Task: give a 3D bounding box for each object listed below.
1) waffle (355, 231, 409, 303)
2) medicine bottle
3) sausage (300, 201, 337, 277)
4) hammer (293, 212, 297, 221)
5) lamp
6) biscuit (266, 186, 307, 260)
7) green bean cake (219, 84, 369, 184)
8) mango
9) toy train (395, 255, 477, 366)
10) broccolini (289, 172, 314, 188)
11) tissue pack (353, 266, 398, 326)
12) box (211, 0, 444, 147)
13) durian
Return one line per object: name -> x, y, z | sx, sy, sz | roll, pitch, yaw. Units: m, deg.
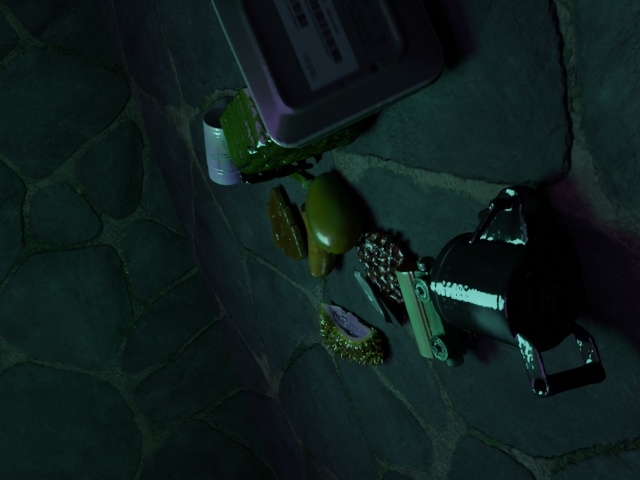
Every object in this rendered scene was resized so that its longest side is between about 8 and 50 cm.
waffle -> 0.184, 0.072, 1.595 | 0.221, 0.055, 0.234 | 64, 159, 2
medicine bottle -> -0.354, -0.349, 2.146 | 0.152, 0.152, 0.254 | 47, 148, 34
sausage -> 0.002, -0.001, 1.823 | 0.109, 0.109, 0.271 | 36, 140, 46
hammer -> -0.087, -0.046, 2.051 | 0.029, 0.014, 0.123 | -122, 23, -44
lamp -> 0.352, 0.103, 1.121 | 0.272, 0.205, 0.374 | -27, 71, 59
biscuit -> -0.116, -0.031, 2.061 | 0.301, 0.043, 0.278 | 54, 154, 38
green bean cake -> -0.070, -0.293, 1.449 | 0.218, 0.335, 0.319 | 69, 159, -2
mango -> 0.029, -0.079, 1.653 | 0.156, 0.114, 0.251 | -30, 71, 22
toy train -> 0.275, 0.175, 1.433 | 0.177, 0.116, 0.286 | 2, 113, 63
broccolini -> -0.152, -0.259, 1.925 | 0.392, 0.074, 0.079 | 37, 148, 48
tissue pack -> 0.158, 0.171, 1.684 | 0.193, 0.026, 0.122 | 57, -177, 31
box -> 0.013, -0.433, 1.173 | 0.396, 0.396, 0.111 | 66, -165, -1
durian -> 0.091, 0.343, 1.922 | 0.341, 0.112, 0.191 | 25, 130, 51
